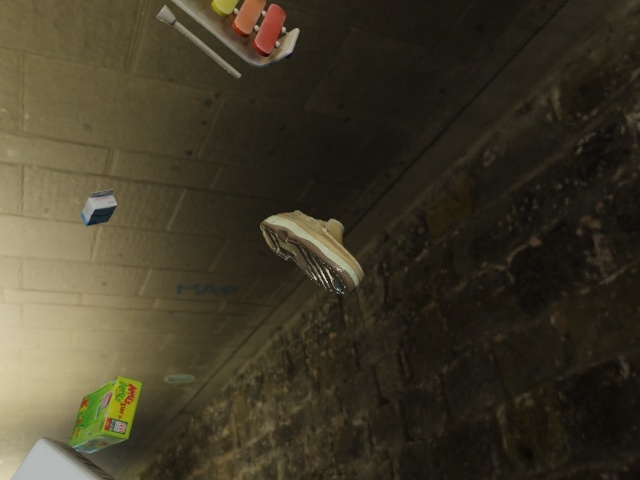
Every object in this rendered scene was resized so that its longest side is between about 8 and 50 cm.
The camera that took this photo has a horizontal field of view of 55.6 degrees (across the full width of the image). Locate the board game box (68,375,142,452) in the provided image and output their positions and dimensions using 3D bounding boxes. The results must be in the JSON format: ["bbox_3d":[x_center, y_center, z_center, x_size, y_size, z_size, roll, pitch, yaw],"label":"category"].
[{"bbox_3d":[-0.364,0.296,1.019,0.043,0.092,0.181,26,144,-28],"label":"board game box"}]

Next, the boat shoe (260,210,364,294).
[{"bbox_3d":[0.000,0.000,0.725,0.072,0.190,0.068,-31,127,-21],"label":"boat shoe"}]

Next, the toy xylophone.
[{"bbox_3d":[-0.189,-0.447,1.184,0.323,0.236,0.081,30,131,-28],"label":"toy xylophone"}]

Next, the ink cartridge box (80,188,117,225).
[{"bbox_3d":[-0.429,-0.064,1.182,0.048,0.028,0.083,-18,162,-42],"label":"ink cartridge box"}]

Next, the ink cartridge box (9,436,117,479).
[{"bbox_3d":[-0.233,0.399,0.532,0.324,0.330,0.071,21,161,28],"label":"ink cartridge box"}]
